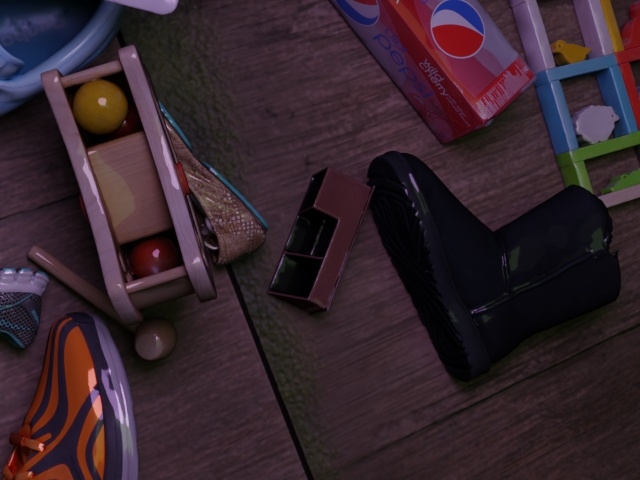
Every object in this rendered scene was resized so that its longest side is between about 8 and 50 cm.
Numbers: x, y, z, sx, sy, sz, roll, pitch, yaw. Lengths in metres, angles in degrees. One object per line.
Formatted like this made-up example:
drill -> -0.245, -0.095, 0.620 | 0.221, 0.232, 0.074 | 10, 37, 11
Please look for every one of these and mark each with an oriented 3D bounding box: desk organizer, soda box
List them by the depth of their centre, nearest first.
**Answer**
desk organizer -> 0.000, 0.000, 1.137 | 0.050, 0.047, 0.130 | 26, 73, -16
soda box -> 0.087, -0.225, 1.179 | 0.083, 0.092, 0.263 | -43, 100, -23

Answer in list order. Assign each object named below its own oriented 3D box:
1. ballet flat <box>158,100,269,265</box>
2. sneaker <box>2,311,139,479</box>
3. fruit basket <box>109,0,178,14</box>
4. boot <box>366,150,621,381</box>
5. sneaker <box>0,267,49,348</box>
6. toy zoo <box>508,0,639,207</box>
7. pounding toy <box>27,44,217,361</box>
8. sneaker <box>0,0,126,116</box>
ballet flat -> -0.133, -0.059, 1.076 | 0.067, 0.073, 0.206 | -44, 99, -14
sneaker -> -0.245, 0.216, 0.957 | 0.180, 0.124, 0.321 | 2, 82, -24
fruit basket -> -0.217, -0.376, 0.877 | 0.327, 0.165, 0.353 | 17, 99, -1
boot -> 0.177, -0.009, 1.186 | 0.207, 0.094, 0.246 | -29, 101, -21
sneaker -> -0.306, 0.059, 0.988 | 0.166, 0.065, 0.076 | 1, 86, -22
toy zoo -> 0.315, -0.190, 1.308 | 0.192, 0.030, 0.293 | -16, 90, -25
pounding toy -> -0.176, -0.009, 0.976 | 0.155, 0.154, 0.269 | -18, 105, -2
sneaker -> -0.314, -0.139, 0.961 | 0.366, 0.150, 0.135 | -38, 98, -23
